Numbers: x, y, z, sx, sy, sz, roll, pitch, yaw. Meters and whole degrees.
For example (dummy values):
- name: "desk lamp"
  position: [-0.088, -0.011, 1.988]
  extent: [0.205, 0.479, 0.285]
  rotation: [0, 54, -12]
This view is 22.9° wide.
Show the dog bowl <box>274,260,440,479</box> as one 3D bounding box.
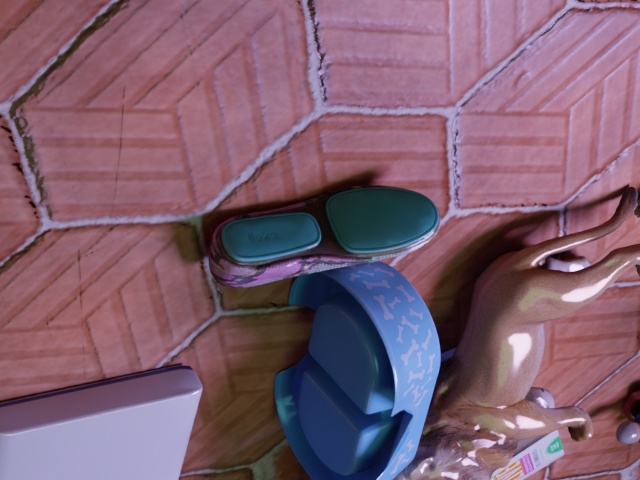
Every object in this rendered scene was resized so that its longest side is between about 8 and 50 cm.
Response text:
- name: "dog bowl"
  position: [0.038, 0.139, 1.579]
  extent: [0.074, 0.166, 0.297]
  rotation: [-25, 145, -30]

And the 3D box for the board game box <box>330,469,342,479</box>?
- name: "board game box"
  position: [0.030, 0.289, 1.750]
  extent: [0.048, 0.141, 0.170]
  rotation: [-8, 139, -8]

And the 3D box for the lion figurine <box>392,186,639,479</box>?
- name: "lion figurine"
  position: [0.199, 0.120, 1.691]
  extent: [0.240, 0.142, 0.392]
  rotation: [2, 111, -30]

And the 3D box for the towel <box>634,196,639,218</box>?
- name: "towel"
  position: [0.410, -0.073, 1.700]
  extent: [0.110, 0.027, 0.148]
  rotation: [8, 128, -40]

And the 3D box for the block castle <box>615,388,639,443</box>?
- name: "block castle"
  position: [0.565, 0.263, 1.851]
  extent: [0.213, 0.453, 0.303]
  rotation: [-23, 145, -25]

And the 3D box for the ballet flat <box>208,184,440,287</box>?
- name: "ballet flat"
  position: [0.000, 0.000, 1.465]
  extent: [0.222, 0.076, 0.079]
  rotation: [-11, 158, -18]

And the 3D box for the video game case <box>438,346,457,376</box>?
- name: "video game case"
  position: [0.176, 0.140, 1.795]
  extent: [0.122, 0.011, 0.087]
  rotation: [-22, 143, -14]

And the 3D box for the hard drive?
- name: "hard drive"
  position: [-0.247, 0.262, 1.608]
  extent: [0.210, 0.040, 0.318]
  rotation: [-10, 139, -27]

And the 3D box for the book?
- name: "book"
  position: [0.235, 0.282, 1.991]
  extent: [0.144, 0.035, 0.096]
  rotation: [-31, 148, -3]
